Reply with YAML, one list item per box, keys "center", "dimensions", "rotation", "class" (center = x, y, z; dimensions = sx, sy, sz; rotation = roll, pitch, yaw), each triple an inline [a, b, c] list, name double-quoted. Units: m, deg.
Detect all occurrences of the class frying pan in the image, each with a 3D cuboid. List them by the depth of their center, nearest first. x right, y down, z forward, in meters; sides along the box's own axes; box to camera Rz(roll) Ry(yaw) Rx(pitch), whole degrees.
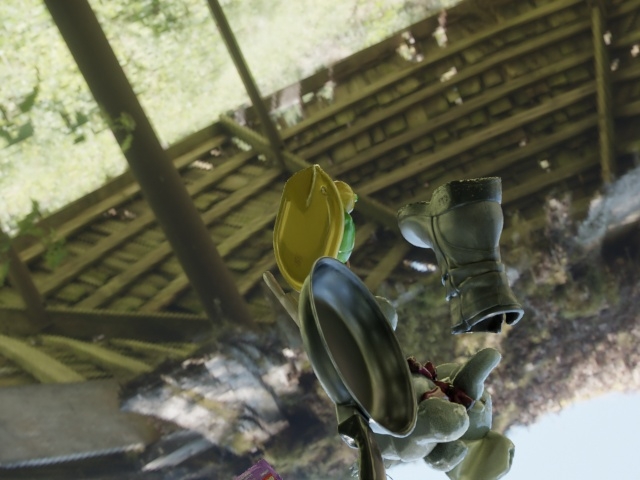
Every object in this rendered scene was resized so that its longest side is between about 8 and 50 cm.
- center: [0.048, 0.159, 0.854]
  dimensions: [0.053, 0.197, 0.326]
  rotation: [-28, -129, 20]
  class: "frying pan"

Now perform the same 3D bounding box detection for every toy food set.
- center: [0.000, 0.000, 1.190]
  dimensions: [0.071, 0.217, 0.128]
  rotation: [-10, -140, -38]
  class: "toy food set"

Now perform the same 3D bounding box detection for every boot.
- center: [0.205, 0.042, 1.375]
  dimensions: [0.118, 0.222, 0.338]
  rotation: [-7, 173, -6]
  class: "boot"

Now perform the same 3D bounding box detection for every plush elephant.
- center: [0.197, 0.269, 1.467]
  dimensions: [0.255, 0.330, 0.272]
  rotation: [-12, -136, -28]
  class: "plush elephant"

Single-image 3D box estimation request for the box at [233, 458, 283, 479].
- center: [-0.196, 0.507, 1.457]
  dimensions: [0.293, 0.201, 0.057]
  rotation: [-30, -121, -34]
  class: "box"
